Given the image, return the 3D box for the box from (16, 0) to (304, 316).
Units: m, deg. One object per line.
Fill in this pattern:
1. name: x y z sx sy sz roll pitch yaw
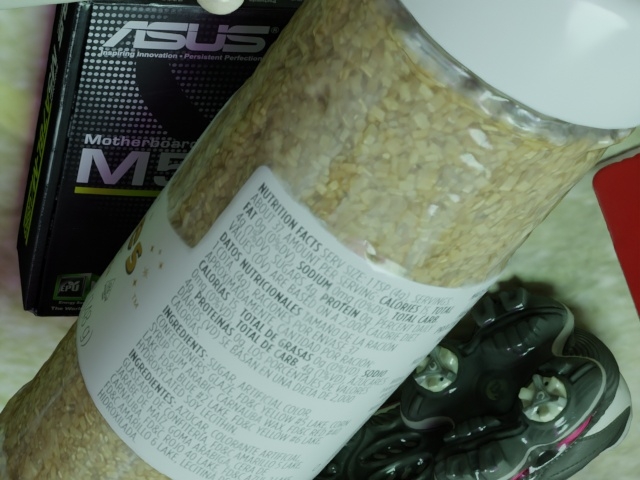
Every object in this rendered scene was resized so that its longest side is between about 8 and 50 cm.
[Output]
1. box: -0.019 -0.040 0.765 0.190 0.045 0.184 1 142 -18

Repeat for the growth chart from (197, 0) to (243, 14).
1. growth chart: 0.036 -0.178 0.524 0.021 0.172 0.237 32 135 0

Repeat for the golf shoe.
1. golf shoe: 0.033 0.129 0.952 0.273 0.105 0.120 -25 148 17

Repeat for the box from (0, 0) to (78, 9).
1. box: -0.148 -0.149 0.505 0.232 0.149 0.127 -7 141 -7

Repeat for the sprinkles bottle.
1. sprinkles bottle: 0.000 0.000 0.687 0.121 0.121 0.355 14 133 -30

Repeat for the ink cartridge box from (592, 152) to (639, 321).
1. ink cartridge box: 0.217 -0.043 0.754 0.231 0.134 0.078 -26 141 16
